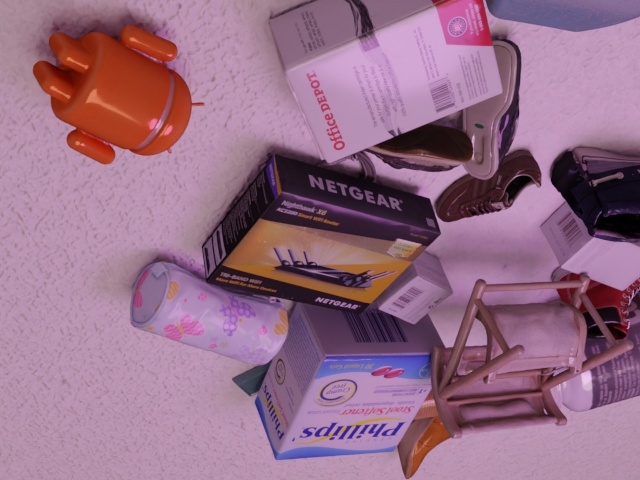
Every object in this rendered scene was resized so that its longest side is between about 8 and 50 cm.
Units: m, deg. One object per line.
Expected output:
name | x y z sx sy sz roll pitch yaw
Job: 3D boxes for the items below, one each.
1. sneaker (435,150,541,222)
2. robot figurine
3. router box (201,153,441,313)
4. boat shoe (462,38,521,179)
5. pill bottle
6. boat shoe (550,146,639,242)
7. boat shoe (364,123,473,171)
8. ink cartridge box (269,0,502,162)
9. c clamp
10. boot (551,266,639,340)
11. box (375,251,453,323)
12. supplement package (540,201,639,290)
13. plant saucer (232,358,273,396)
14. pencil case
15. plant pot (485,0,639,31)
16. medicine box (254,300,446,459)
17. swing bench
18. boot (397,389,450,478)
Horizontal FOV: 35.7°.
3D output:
sneaker | 0.278 -0.076 1.648 0.188 0.071 0.066 -34 136 17
robot figurine | -0.262 -0.187 1.296 0.219 0.158 0.128 24 157 -37
router box | 0.000 0.000 1.610 0.308 0.081 0.243 13 136 -31
boat shoe | 0.266 -0.207 1.516 0.079 0.084 0.233 -37 143 -36
pill bottle | 0.560 0.222 1.973 0.361 0.204 0.204 -15 139 -5
boat shoe | 0.566 -0.064 1.698 0.340 0.158 0.127 0 136 -20
boat shoe | 0.120 -0.143 1.512 0.223 0.080 0.073 9 147 -17
ink cartridge box | 0.090 -0.249 1.361 0.272 0.114 0.197 -22 140 4
c clamp | 0.007 -0.104 1.560 0.160 0.022 0.137 -16 139 -2
boot | 0.583 0.103 1.874 0.244 0.176 0.088 -16 137 -5
box | 0.157 0.076 1.759 0.102 0.087 0.101 25 123 -39
supplement package | 0.505 0.003 1.790 0.179 0.105 0.105 19 127 -33
plant saucer | -0.072 0.247 1.917 0.192 0.018 0.067 -28 138 9
pencil case | -0.184 0.125 1.673 0.273 0.113 0.124 21 117 -36
plant pot | 0.310 -0.392 1.201 0.247 0.248 0.252 4 150 -24
medicine box | 0.053 0.260 1.854 0.263 0.149 0.289 2 131 -26
swing bench | 0.349 0.203 1.732 0.253 0.165 0.255 0 137 -29
boot | 0.278 0.403 2.146 0.211 0.104 0.295 -8 134 -11
